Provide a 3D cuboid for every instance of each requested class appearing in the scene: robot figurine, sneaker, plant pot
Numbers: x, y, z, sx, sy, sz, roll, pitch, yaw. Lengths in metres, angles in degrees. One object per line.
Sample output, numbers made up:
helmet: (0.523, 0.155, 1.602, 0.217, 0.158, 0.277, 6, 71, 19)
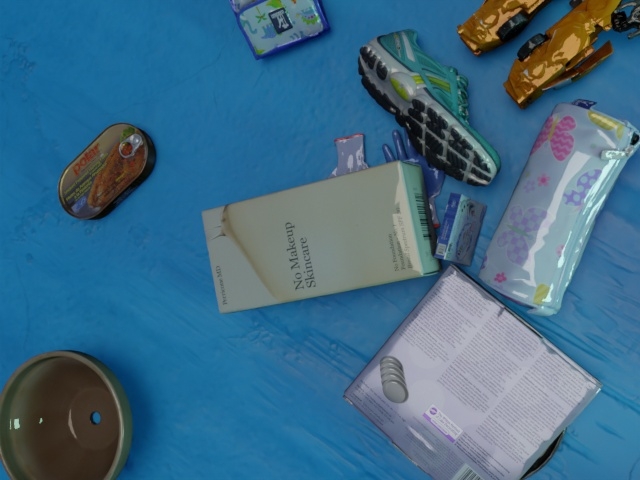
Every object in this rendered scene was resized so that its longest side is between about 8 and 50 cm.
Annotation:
robot figurine: (0.340, -0.325, 1.011, 0.291, 0.085, 0.211, -39, 76, 13)
sneaker: (0.164, -0.195, 1.047, 0.110, 0.107, 0.275, -29, 69, -16)
plant pot: (-0.385, 0.290, 1.203, 0.237, 0.110, 0.237, -1, 86, 20)

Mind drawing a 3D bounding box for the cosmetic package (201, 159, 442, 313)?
cosmetic package: (0.000, 0.000, 1.073, 0.309, 0.113, 0.160, -14, 86, 22)

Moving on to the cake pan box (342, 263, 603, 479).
cake pan box: (0.206, 0.205, 1.031, 0.267, 0.070, 0.246, 39, 101, 17)

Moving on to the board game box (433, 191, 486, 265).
board game box: (0.192, -0.014, 1.037, 0.020, 0.090, 0.090, 16, 91, 35)

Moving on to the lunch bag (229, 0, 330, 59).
lunch bag: (-0.068, -0.368, 1.153, 0.129, 0.096, 0.151, -19, 95, 14)

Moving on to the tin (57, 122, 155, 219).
tin: (-0.356, -0.114, 1.260, 0.189, 0.040, 0.106, -40, 79, 12)

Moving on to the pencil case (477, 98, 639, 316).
pencil case: (0.310, -0.040, 0.986, 0.124, 0.113, 0.273, 30, 97, 39)

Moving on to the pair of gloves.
pair of gloves: (0.089, -0.087, 1.114, 0.198, 0.023, 0.159, -5, 84, 18)
